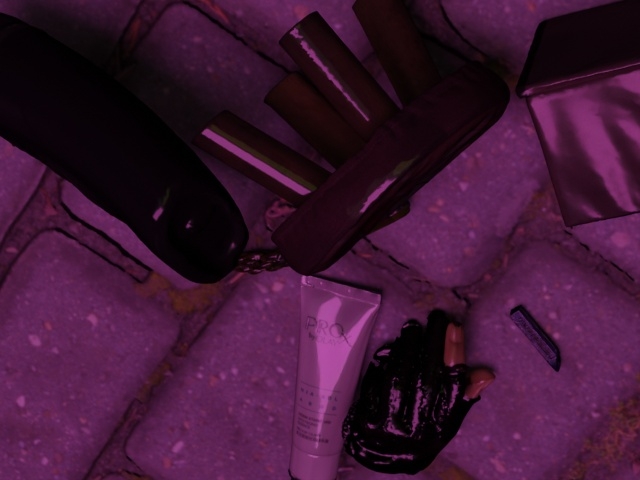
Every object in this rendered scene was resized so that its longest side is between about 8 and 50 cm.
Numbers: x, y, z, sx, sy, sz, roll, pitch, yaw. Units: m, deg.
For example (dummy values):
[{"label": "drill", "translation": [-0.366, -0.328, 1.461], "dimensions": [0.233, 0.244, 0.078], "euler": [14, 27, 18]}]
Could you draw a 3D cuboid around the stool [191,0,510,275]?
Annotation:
[{"label": "stool", "translation": [0.030, -0.111, 1.708], "dimensions": [0.178, 0.272, 0.272], "euler": [48, 121, 4]}]

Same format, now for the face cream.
[{"label": "face cream", "translation": [0.008, 0.156, 1.970], "dimensions": [0.092, 0.058, 0.243], "euler": [14, 114, 13]}]

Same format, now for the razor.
[{"label": "razor", "translation": [-0.218, -0.096, 1.777], "dimensions": [0.349, 0.204, 0.113], "euler": [36, 83, 25]}]

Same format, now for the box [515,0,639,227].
[{"label": "box", "translation": [0.327, -0.133, 1.632], "dimensions": [0.252, 0.188, 0.153], "euler": [-11, 113, 21]}]

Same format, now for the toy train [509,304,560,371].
[{"label": "toy train", "translation": [0.231, 0.104, 1.890], "dimensions": [0.017, 0.017, 0.083], "euler": [-36, 103, 23]}]

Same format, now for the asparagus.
[{"label": "asparagus", "translation": [0.000, 0.000, 1.900], "dimensions": [0.236, 0.027, 0.034], "euler": [-21, 105, 27]}]

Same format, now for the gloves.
[{"label": "gloves", "translation": [0.107, 0.163, 1.909], "dimensions": [0.129, 0.106, 0.180], "euler": [26, 126, 5]}]
